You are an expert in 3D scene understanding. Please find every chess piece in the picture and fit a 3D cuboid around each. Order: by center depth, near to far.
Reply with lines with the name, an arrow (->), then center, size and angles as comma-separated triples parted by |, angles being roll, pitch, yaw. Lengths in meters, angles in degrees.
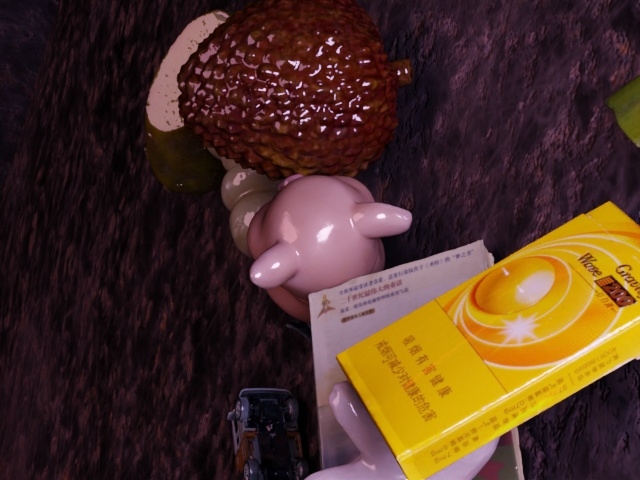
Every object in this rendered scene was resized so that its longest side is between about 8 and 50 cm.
chess piece -> -0.085, -0.086, 1.770 | 0.133, 0.133, 0.243 | -49, 42, 47

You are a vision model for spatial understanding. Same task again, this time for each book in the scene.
book -> 0.088, 0.156, 1.278 | 0.201, 0.026, 0.290 | -18, 59, 21

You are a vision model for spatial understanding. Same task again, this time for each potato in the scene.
potato -> -0.168, -0.197, 1.928 | 0.141, 0.176, 0.298 | 29, 122, 22

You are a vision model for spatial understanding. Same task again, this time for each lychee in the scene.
lychee -> -0.028, -0.174, 1.537 | 0.236, 0.271, 0.236 | -1, -90, -89

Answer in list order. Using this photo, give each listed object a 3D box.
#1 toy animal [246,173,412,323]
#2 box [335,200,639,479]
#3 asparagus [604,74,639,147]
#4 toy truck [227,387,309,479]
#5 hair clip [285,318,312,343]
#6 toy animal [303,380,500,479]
toy animal -> -0.004, 0.011, 1.467 | 0.166, 0.154, 0.250 | -42, -8, -7
box -> 0.156, 0.075, 1.065 | 0.043, 0.269, 0.152 | 62, 176, -34
asparagus -> 0.308, -0.140, 1.017 | 0.277, 0.060, 0.067 | -43, 53, 53
toy truck -> -0.067, 0.278, 1.631 | 0.115, 0.080, 0.178 | 117, 151, -51
hair clip -> 0.010, 0.147, 1.562 | 0.070, 0.039, 0.229 | -63, 30, 29
toy animal -> 0.083, 0.171, 1.172 | 0.138, 0.140, 0.282 | 36, 91, 21
